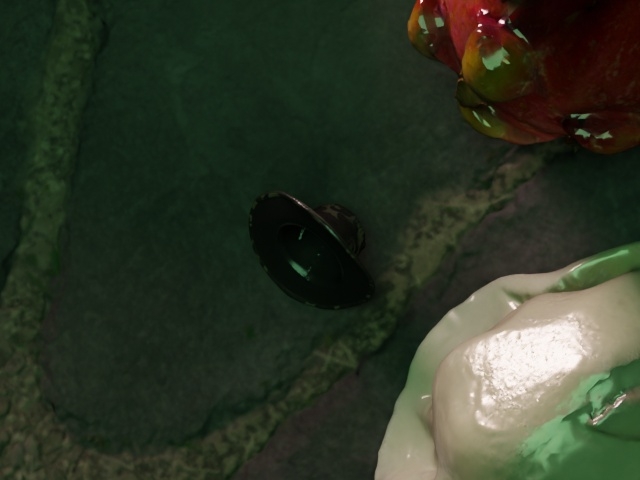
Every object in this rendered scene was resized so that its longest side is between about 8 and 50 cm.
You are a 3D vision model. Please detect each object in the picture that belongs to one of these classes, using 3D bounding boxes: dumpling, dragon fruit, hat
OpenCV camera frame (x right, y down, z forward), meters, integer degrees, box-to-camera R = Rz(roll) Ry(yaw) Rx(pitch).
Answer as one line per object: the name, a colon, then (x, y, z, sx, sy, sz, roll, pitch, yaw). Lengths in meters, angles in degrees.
dumpling: (0.166, 0.125, 1.068, 0.318, 0.187, 0.243, -47, 37, -1)
dragon fruit: (0.197, -0.177, 1.011, 0.307, 0.243, 0.227, -25, 95, 35)
hat: (0.000, 0.000, 1.147, 0.121, 0.121, 0.050, 38, 56, 14)
